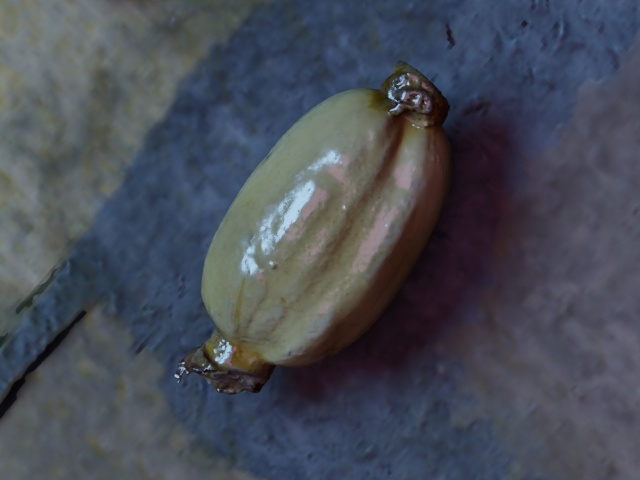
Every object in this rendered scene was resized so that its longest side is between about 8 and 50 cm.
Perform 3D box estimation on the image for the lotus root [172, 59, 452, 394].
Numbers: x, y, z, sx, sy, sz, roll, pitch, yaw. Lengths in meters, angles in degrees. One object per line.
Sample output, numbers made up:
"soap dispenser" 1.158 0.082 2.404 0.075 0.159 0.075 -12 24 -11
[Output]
"lotus root" 0.000 0.000 0.694 0.073 0.062 0.150 33 102 -14
